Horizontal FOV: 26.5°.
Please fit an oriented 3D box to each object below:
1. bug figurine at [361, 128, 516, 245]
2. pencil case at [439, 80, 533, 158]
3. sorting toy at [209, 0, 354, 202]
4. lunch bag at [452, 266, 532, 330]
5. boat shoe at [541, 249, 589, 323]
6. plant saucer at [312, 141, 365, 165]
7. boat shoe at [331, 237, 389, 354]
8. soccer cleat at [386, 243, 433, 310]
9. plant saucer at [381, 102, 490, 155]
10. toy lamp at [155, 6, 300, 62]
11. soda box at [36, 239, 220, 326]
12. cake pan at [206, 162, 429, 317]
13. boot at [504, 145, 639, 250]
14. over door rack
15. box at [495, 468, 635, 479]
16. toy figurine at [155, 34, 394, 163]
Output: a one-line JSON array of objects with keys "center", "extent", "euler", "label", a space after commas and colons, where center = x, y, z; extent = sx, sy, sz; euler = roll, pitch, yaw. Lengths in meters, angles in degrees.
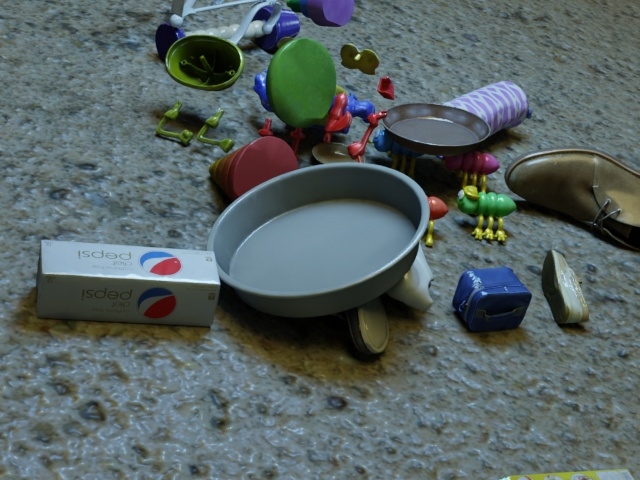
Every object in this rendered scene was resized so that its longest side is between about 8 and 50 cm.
[{"center": [0.178, -0.092, 2.047], "extent": [0.216, 0.072, 0.279], "euler": [7, 32, -11], "label": "bug figurine"}, {"center": [0.260, -0.203, 2.241], "extent": [0.086, 0.088, 0.206], "euler": [37, 37, 27], "label": "pencil case"}, {"center": [-0.071, -0.208, 1.958], "extent": [0.126, 0.365, 0.127], "euler": [11, -13, 45], "label": "sorting toy"}, {"center": [0.226, 0.080, 1.795], "extent": [0.098, 0.067, 0.065], "euler": [-5, 36, -26], "label": "lunch bag"}, {"center": [0.340, 0.067, 1.885], "extent": [0.045, 0.050, 0.135], "euler": [10, 41, -13], "label": "boat shoe"}, {"center": [0.027, -0.125, 2.093], "extent": [0.083, 0.015, 0.083], "euler": [10, 31, -6], "label": "plant saucer"}, {"center": [0.040, 0.081, 1.750], "extent": [0.065, 0.075, 0.206], "euler": [-27, 36, 15], "label": "boat shoe"}, {"center": [0.116, 0.035, 1.839], "extent": [0.076, 0.068, 0.196], "euler": [39, 21, -14], "label": "soccer cleat"}, {"center": [0.175, -0.167, 2.078], "extent": [0.168, 0.029, 0.168], "euler": [5, 26, -2], "label": "plant saucer"}, {"center": [-0.151, -0.354, 2.333], "extent": [0.275, 0.080, 0.080], "euler": [-19, 44, -38], "label": "toy lamp"}, {"center": [-0.235, 0.053, 1.655], "extent": [0.216, 0.069, 0.074], "euler": [4, 33, -15], "label": "soda box"}, {"center": [0.000, 0.000, 1.755], "extent": [0.293, 0.054, 0.293], "euler": [-10, 34, 7], "label": "cake pan"}, {"center": [0.431, -0.059, 2.074], "extent": [0.305, 0.112, 0.115], "euler": [13, 42, -6], "label": "boot"}, {"center": [-0.239, -0.394, 2.168], "extent": [0.239, 0.108, 0.324], "euler": [27, 15, 21], "label": "over door rack"}, {"center": [0.278, 0.303, 1.486], "extent": [0.179, 0.043, 0.105], "euler": [3, 33, -22], "label": "box"}, {"center": [-0.047, -0.195, 2.106], "extent": [0.362, 0.191, 0.217], "euler": [9, -5, 18], "label": "toy figurine"}]
